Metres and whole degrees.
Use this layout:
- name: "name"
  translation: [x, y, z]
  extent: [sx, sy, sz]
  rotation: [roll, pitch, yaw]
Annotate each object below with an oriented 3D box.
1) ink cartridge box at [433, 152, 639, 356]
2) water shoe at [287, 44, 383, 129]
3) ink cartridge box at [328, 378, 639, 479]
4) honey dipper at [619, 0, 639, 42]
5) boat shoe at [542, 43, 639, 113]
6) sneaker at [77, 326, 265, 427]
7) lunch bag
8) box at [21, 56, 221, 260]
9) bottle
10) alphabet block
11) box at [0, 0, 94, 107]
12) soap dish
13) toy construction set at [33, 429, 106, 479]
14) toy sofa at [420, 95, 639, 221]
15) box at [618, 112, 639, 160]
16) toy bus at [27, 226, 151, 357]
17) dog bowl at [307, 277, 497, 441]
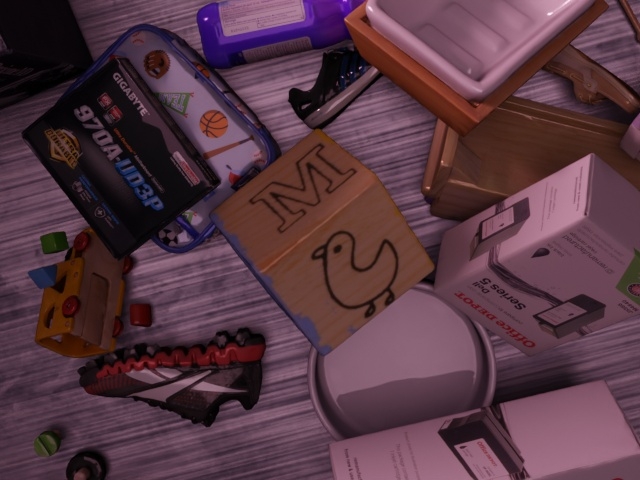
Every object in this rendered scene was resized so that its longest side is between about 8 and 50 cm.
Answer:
- name: "ink cartridge box"
  translation: [0.315, 0.028, 1.628]
  extent: [0.198, 0.114, 0.273]
  rotation: [34, 139, -24]
- name: "water shoe"
  translation: [0.041, -0.246, 1.736]
  extent: [0.203, 0.073, 0.080]
  rotation: [-42, 90, 4]
- name: "ink cartridge box"
  translation: [0.235, 0.382, 1.670]
  extent: [0.395, 0.166, 0.285]
  rotation: [-13, 124, -1]
- name: "honey dipper"
  translation: [0.421, -0.351, 1.739]
  extent: [0.030, 0.030, 0.160]
  rotation: [-29, 97, 4]
- name: "boat shoe"
  translation: [0.376, -0.217, 1.709]
  extent: [0.059, 0.063, 0.170]
  rotation: [-55, 51, 15]
- name: "sneaker"
  translation: [-0.210, 0.209, 1.767]
  extent: [0.276, 0.097, 0.135]
  rotation: [-8, 92, 1]
- name: "lunch bag"
  translation: [-0.217, -0.134, 1.736]
  extent: [0.243, 0.115, 0.303]
  rotation: [-43, 91, 7]
- name: "box"
  translation: [-0.270, -0.110, 1.664]
  extent: [0.175, 0.051, 0.220]
  rotation: [-36, 93, 12]
- name: "bottle"
  translation: [-0.026, -0.309, 1.710]
  extent: [0.283, 0.118, 0.092]
  rotation: [-11, 94, 4]
- name: "alphabet block"
  translation: [0.000, 0.000, 1.655]
  extent: [0.197, 0.193, 0.192]
  rotation: [-39, 128, -4]
- name: "box"
  translation: [-0.595, -0.266, 1.552]
  extent: [0.472, 0.480, 0.297]
  rotation: [-23, 95, 4]
- name: "soap dish"
  translation: [0.205, -0.287, 1.631]
  extent: [0.229, 0.118, 0.291]
  rotation: [40, 62, 16]
- name: "toy construction set"
  translation: [-0.372, 0.475, 1.724]
  extent: [0.257, 0.237, 0.308]
  rotation: [31, 95, -1]
- name: "toy sofa"
  translation: [0.333, -0.094, 1.717]
  extent: [0.363, 0.177, 0.150]
  rotation: [14, 70, 1]
- name: "box"
  translation: [0.518, -0.233, 1.658]
  extent: [0.063, 0.067, 0.324]
  rotation: [37, 71, 9]
- name: "toy bus"
  translation: [-0.344, 0.067, 1.754]
  extent: [0.104, 0.202, 0.191]
  rotation: [-14, 102, 33]
- name: "dog bowl"
  translation: [0.114, 0.181, 1.751]
  extent: [0.265, 0.104, 0.264]
  rotation: [0, 95, 2]
